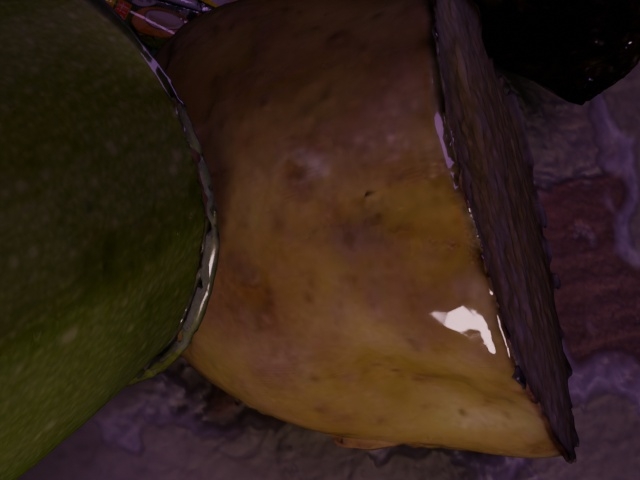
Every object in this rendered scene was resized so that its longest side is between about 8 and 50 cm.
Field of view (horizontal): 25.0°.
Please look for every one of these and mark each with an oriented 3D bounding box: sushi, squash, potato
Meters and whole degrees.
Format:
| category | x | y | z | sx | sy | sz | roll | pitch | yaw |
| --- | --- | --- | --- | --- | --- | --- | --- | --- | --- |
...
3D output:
| category | x | y | z | sx | sy | sz | roll | pitch | yaw |
| --- | --- | --- | --- | --- | --- | --- | --- | --- | --- |
| sushi | 0.148 | -0.263 | 0.985 | 0.234 | 0.207 | 0.348 | 7 | 47 | -46 |
| squash | -0.242 | 0.026 | 0.643 | 0.263 | 0.263 | 0.384 | 51 | 37 | 3 |
| potato | 0.000 | 0.000 | 0.848 | 0.237 | 0.301 | 0.288 | -13 | 62 | 15 |

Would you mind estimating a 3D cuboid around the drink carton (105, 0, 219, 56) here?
| category | x | y | z | sx | sy | sz | roll | pitch | yaw |
| --- | --- | --- | --- | --- | --- | --- | --- | --- | --- |
| drink carton | -0.154 | -0.155 | 0.933 | 0.166 | 0.056 | 0.071 | 27 | 60 | -10 |
